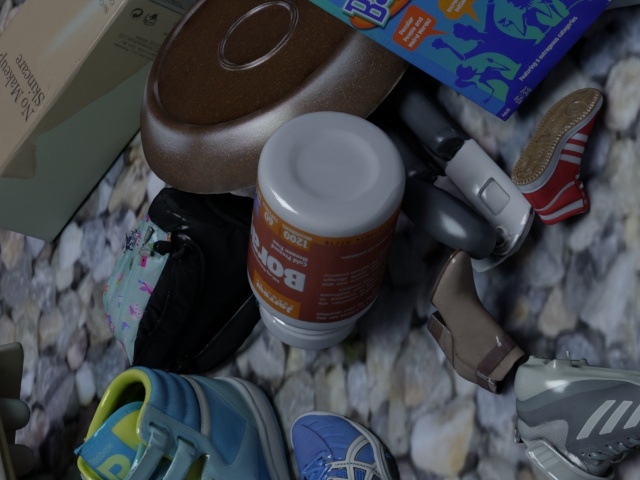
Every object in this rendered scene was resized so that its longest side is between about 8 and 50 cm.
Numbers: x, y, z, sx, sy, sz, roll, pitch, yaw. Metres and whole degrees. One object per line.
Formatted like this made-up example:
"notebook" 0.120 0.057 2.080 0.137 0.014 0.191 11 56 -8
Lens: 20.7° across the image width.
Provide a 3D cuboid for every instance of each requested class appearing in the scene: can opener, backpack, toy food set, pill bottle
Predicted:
"can opener" 0.080 -0.081 1.509 0.076 0.095 0.283 -52 49 17
"backpack" -0.126 0.040 1.648 0.182 0.152 0.115 -62 37 25
"toy food set" -0.281 0.277 1.682 0.306 0.092 0.220 -116 31 -49
"pill bottle" 0.000 0.000 1.479 0.216 0.121 0.121 99 157 -55

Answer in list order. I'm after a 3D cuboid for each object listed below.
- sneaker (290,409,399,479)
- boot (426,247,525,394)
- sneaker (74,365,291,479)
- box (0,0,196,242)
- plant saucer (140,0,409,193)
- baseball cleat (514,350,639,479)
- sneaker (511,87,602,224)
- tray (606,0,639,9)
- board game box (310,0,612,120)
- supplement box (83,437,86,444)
"sneaker" 0.022 0.222 1.474 0.080 0.081 0.211 -50 47 22
"boot" 0.129 0.069 1.417 0.087 0.042 0.118 41 148 23
"sneaker" -0.109 0.245 1.502 0.127 0.208 0.319 -43 51 24
"box" -0.268 -0.164 1.853 0.311 0.121 0.148 -51 49 19
"plant saucer" -0.047 -0.176 1.611 0.310 0.050 0.311 -23 41 22
"baseball cleat" 0.233 0.143 1.320 0.206 0.072 0.109 7 95 49
"sneaker" 0.203 -0.066 1.433 0.042 0.067 0.118 8 52 47
"tray" 0.303 -0.271 1.407 0.270 0.030 0.145 -5 72 43
"board game box" 0.114 -0.212 1.427 0.160 0.210 0.047 -50 17 35
"supplement box" -0.170 0.292 1.638 0.078 0.080 0.233 -23 63 36
